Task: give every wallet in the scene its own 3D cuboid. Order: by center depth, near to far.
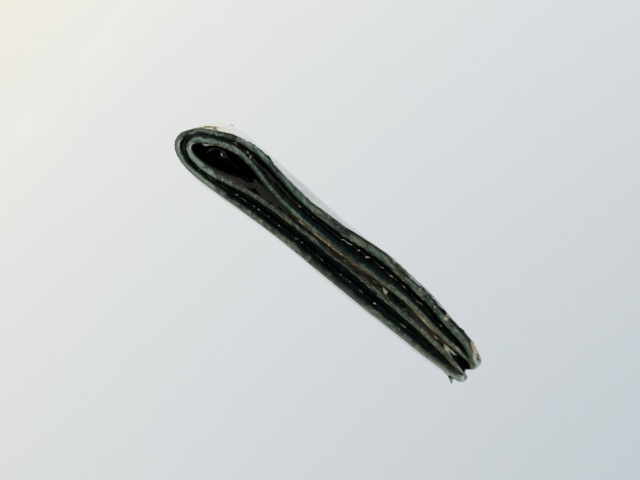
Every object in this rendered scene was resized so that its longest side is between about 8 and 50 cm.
[{"bbox_3d":[0.001,-0.001,0.972,0.054,0.290,0.251,-50,-173,1],"label":"wallet"}]
